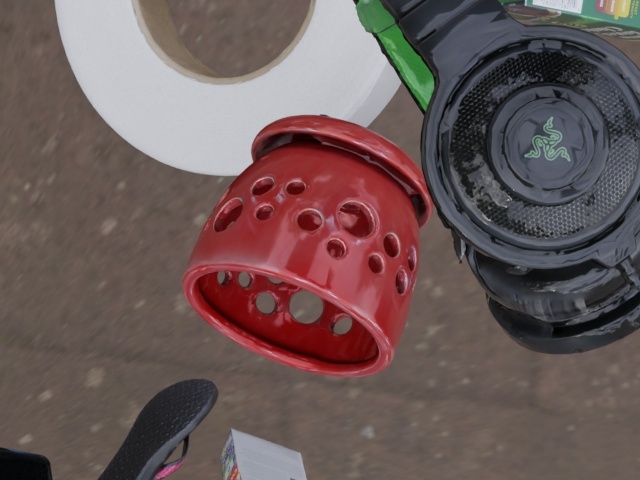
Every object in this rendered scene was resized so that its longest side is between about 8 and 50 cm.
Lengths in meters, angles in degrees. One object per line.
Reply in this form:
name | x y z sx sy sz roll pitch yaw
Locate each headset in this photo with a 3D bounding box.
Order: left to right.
headset | 0.114 -0.006 1.030 0.185 0.243 0.394 -36 61 0

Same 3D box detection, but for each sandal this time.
sandal | -0.161 0.207 1.750 0.179 0.067 0.040 -52 132 -18

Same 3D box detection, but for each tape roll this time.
tape roll | -0.083 -0.257 1.783 0.392 0.072 0.392 1 93 25

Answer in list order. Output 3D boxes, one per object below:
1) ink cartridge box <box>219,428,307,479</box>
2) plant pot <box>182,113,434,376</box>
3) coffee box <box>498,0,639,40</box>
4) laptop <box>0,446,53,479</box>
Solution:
ink cartridge box | -0.043 0.192 1.414 0.062 0.115 0.029 21 107 -14
plant pot | 0.000 0.000 1.549 0.191 0.191 0.174 28 66 -10
coffee box | 0.245 -0.218 1.689 0.184 0.113 0.040 7 92 -24
laptop | -0.406 0.368 1.439 0.382 0.236 0.408 15 95 -30
